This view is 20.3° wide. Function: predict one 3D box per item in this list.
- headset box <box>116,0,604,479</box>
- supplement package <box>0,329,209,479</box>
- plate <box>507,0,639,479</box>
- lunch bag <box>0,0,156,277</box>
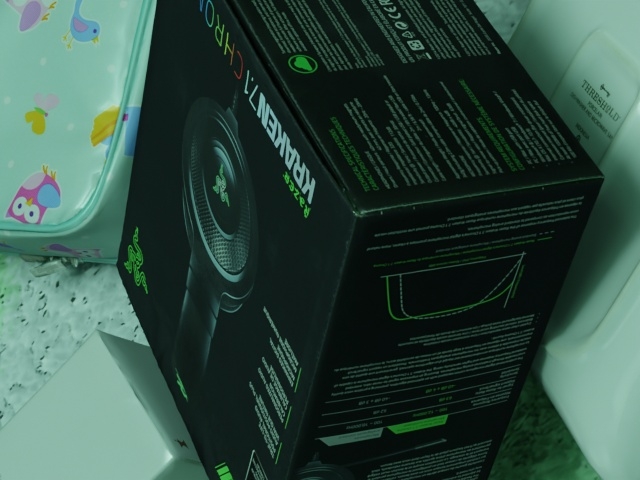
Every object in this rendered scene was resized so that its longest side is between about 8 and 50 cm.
[{"bbox_3d":[0.000,0.000,0.935,0.283,0.131,0.246,105,148,-42],"label":"headset box"},{"bbox_3d":[-0.140,0.159,1.080,0.179,0.105,0.105,-45,56,14],"label":"supplement package"},{"bbox_3d":[0.151,-0.058,0.901,0.278,0.045,0.277,-62,29,20],"label":"plate"},{"bbox_3d":[-0.164,-0.115,1.181,0.224,0.108,0.279,4,78,32],"label":"lunch bag"}]
